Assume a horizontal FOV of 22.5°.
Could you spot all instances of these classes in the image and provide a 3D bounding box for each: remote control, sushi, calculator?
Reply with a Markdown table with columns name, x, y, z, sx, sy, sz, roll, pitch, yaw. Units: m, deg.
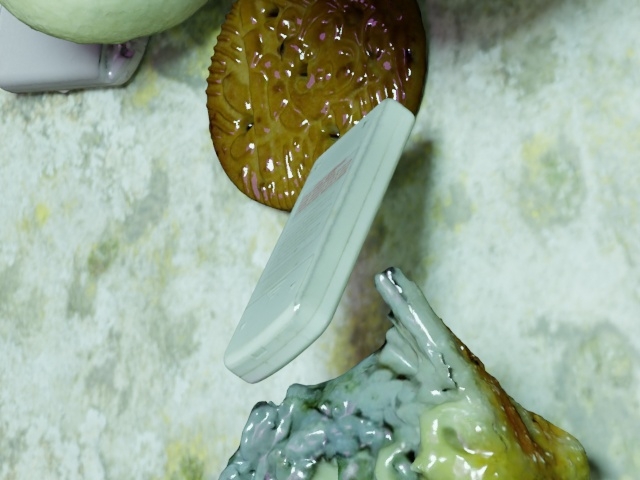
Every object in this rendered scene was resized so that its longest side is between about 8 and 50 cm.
| name | x | y | z | sx | sy | sz | roll | pitch | yaw |
| --- | --- | --- | --- | --- | --- | --- | --- | --- | --- |
| remote control | 0.000 | 0.000 | 0.935 | 0.087 | 0.029 | 0.190 | -40 | 18 | 44 |
| sushi | 0.045 | 0.163 | 0.891 | 0.184 | 0.139 | 0.274 | 28 | 96 | 39 |
| calculator | -0.196 | -0.165 | 1.245 | 0.175 | 0.032 | 0.100 | 1 | 80 | 41 |

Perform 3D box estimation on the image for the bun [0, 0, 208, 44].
| name | x | y | z | sx | sy | sz | roll | pitch | yaw |
| --- | --- | --- | --- | --- | --- | --- | --- | --- | --- |
| bun | -0.154 | -0.225 | 1.145 | 0.127 | 0.222 | 0.222 | 110 | 144 | -56 |

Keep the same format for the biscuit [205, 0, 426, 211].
| name | x | y | z | sx | sy | sz | roll | pitch | yaw |
| --- | --- | --- | --- | --- | --- | --- | --- | --- | --- |
| biscuit | -0.009 | -0.110 | 1.072 | 0.188 | 0.027 | 0.187 | -10 | 74 | 39 |
